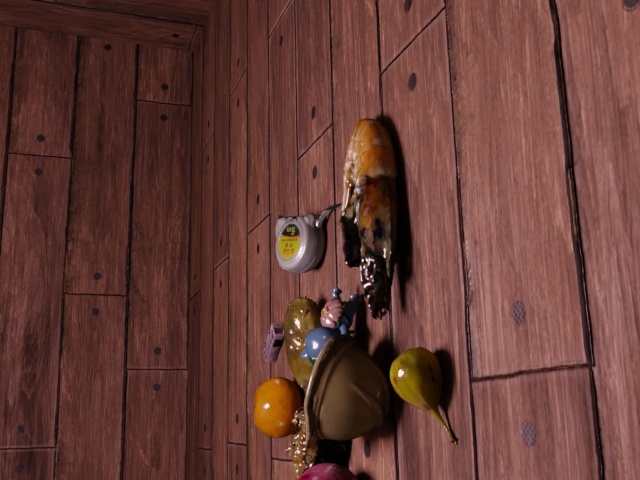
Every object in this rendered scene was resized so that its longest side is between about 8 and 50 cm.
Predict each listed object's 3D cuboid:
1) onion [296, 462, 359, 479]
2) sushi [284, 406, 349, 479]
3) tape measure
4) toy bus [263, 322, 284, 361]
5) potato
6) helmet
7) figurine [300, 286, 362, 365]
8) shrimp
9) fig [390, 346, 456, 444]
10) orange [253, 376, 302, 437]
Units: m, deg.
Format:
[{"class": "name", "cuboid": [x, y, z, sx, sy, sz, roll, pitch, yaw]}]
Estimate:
[{"class": "onion", "cuboid": [0.005, 0.546, 1.538, 0.200, 0.201, 0.207, -147, 48, -68]}, {"class": "sushi", "cuboid": [-0.009, 0.456, 1.682, 0.147, 0.115, 0.212, -138, 53, -66]}, {"class": "tape measure", "cuboid": [0.001, -0.001, 1.838, 0.330, 0.084, 0.164, -2, 85, 52]}, {"class": "toy bus", "cuboid": [-0.135, 0.294, 2.185, 0.052, 0.037, 0.130, -109, 28, -43]}, {"class": "potato", "cuboid": [-0.039, 0.246, 1.841, 0.117, 0.090, 0.225, -174, 81, -65]}, {"class": "helmet", "cuboid": [0.065, 0.311, 1.471, 0.257, 0.137, 0.204, 89, -154, -44]}, {"class": "figurine", "cuboid": [0.042, 0.197, 1.618, 0.114, 0.144, 0.178, 8, 71, 35]}, {"class": "shrimp", "cuboid": [0.087, -0.036, 1.542, 0.272, 0.085, 0.445, 119, 151, -56]}, {"class": "fig", "cuboid": [0.163, 0.259, 1.261, 0.093, 0.093, 0.166, 130, 138, -60]}, {"class": "orange", "cuboid": [-0.113, 0.431, 1.969, 0.156, 0.124, 0.156, -179, 90, -68]}]
